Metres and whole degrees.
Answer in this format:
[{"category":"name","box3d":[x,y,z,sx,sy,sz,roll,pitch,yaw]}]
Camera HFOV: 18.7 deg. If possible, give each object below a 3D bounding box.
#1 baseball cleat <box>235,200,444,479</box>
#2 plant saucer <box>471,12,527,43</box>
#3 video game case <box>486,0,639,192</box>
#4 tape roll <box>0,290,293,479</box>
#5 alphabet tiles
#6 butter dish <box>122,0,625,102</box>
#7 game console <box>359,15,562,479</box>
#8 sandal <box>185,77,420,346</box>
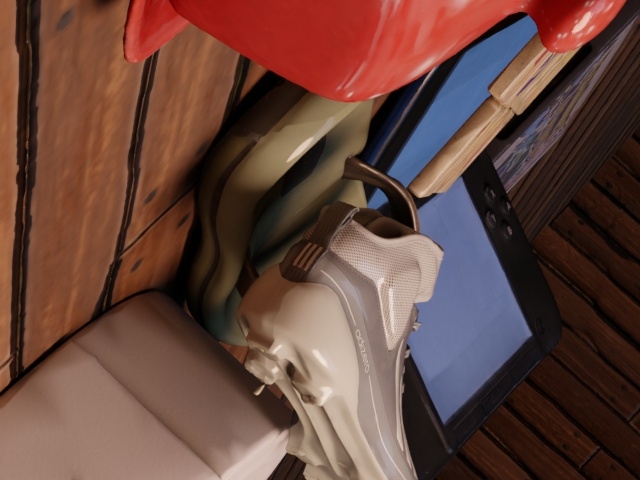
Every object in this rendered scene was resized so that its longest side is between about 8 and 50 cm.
[{"category":"baseball cleat","box3d":[0.026,0.056,0.883,0.109,0.072,0.206,-52,154,-17]},{"category":"plant saucer","box3d":[0.103,-0.154,0.887,0.168,0.029,0.168,-35,163,-12]},{"category":"video game case","box3d":[0.154,-0.072,1.667,0.248,0.035,0.275,-45,172,-22]},{"category":"tape roll","box3d":[-0.137,0.160,0.959,0.286,0.100,0.286,-46,172,-8]},{"category":"alphabet tiles","box3d":[0.166,-0.150,0.947,0.342,0.011,0.285,-48,177,6]},{"category":"butter dish","box3d":[0.036,-0.099,0.534,0.160,0.118,0.160,-44,172,-25]},{"category":"game console","box3d":[0.115,-0.019,1.247,0.173,0.250,0.293,-21,-172,32]},{"category":"sandal","box3d":[-0.001,0.001,0.946,0.120,0.086,0.303,-50,171,-11]}]
